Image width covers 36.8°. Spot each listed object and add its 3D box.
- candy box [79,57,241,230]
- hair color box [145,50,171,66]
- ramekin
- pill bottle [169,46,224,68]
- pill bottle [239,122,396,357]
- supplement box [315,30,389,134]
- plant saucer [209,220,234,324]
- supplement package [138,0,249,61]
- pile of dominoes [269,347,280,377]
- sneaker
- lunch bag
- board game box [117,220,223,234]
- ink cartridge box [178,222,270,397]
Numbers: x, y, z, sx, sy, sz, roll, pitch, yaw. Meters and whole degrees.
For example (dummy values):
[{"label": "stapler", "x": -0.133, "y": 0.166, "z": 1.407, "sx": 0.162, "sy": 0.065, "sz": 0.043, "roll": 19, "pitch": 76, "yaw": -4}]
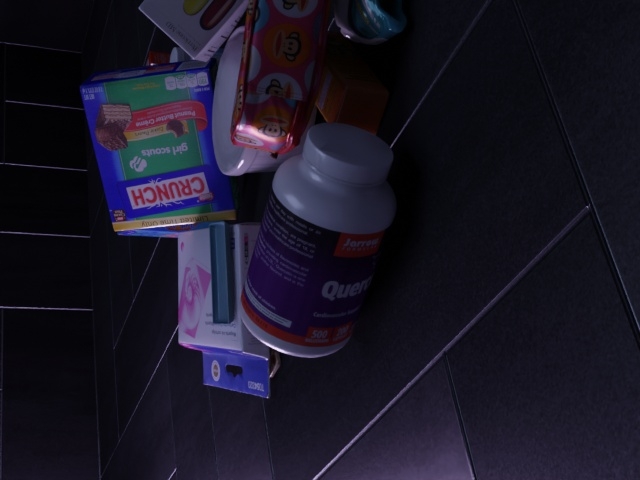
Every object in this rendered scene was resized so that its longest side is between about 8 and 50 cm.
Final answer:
[{"label": "candy box", "x": -0.319, "y": -0.192, "z": 1.968, "sx": 0.122, "sy": 0.268, "sz": 0.317, "roll": -82, "pitch": -16, "yaw": -66}, {"label": "hair color box", "x": -0.359, "y": -0.422, "z": 2.380, "sx": 0.072, "sy": 0.141, "sz": 0.043, "roll": 124, "pitch": 143, "yaw": -50}, {"label": "ramekin", "x": -0.101, "y": -0.247, "z": 1.752, "sx": 0.273, "sy": 0.127, "sz": 0.273, "roll": -177, "pitch": 90, "yaw": -68}, {"label": "pill bottle", "x": -0.236, "y": -0.368, "z": 2.052, "sx": 0.087, "sy": 0.160, "sz": 0.087, "roll": -176, "pitch": 90, "yaw": -68}, {"label": "pill bottle", "x": 0.000, "y": 0.000, "z": 1.400, "sx": 0.181, "sy": 0.181, "sz": 0.323, "roll": -116, "pitch": 36, "yaw": -50}, {"label": "supplement box", "x": 0.027, "y": -0.253, "z": 1.509, "sx": 0.233, "sy": 0.078, "sz": 0.080, "roll": -120, "pitch": 40, "yaw": -52}, {"label": "plant saucer", "x": -0.185, "y": 0.061, "z": 1.805, "sx": 0.067, "sy": 0.018, "sz": 0.192, "roll": -7, "pitch": 86, "yaw": 57}, {"label": "supplement package", "x": -0.183, "y": -0.453, "z": 1.709, "sx": 0.244, "sy": 0.139, "sz": 0.134, "roll": -48, "pitch": 3, "yaw": 8}, {"label": "pile of dominoes", "x": -0.117, "y": 0.131, "z": 1.848, "sx": 0.251, "sy": 0.040, "sz": 0.196, "roll": -123, "pitch": 42, "yaw": -56}, {"label": "sneaker", "x": 0.091, "y": -0.422, "z": 1.390, "sx": 0.110, "sy": 0.107, "sz": 0.275, "roll": 4, "pitch": 95, "yaw": 48}, {"label": "lunch bag", "x": -0.067, "y": -0.277, "z": 1.450, "sx": 0.258, "sy": 0.120, "sz": 0.293, "roll": 169, "pitch": 111, "yaw": -80}, {"label": "board game box", "x": -0.344, "y": -0.034, "z": 2.200, "sx": 0.160, "sy": 0.210, "sz": 0.047, "roll": 171, "pitch": 101, "yaw": -68}, {"label": "ink cartridge box", "x": -0.200, "y": 0.137, "z": 1.916, "sx": 0.324, "sy": 0.071, "sz": 0.330, "roll": -7, "pitch": 83, "yaw": 60}]
